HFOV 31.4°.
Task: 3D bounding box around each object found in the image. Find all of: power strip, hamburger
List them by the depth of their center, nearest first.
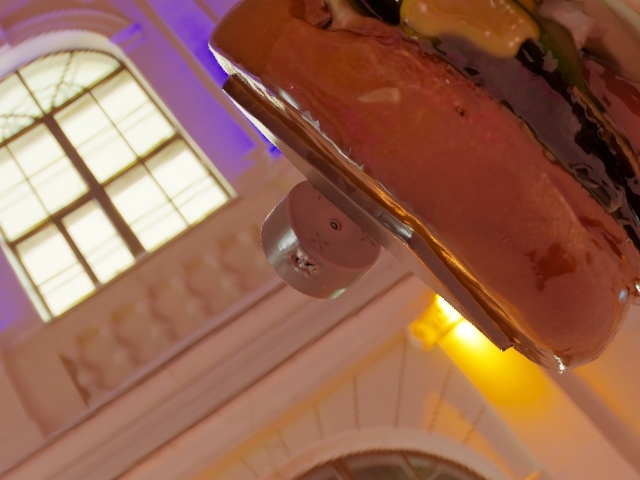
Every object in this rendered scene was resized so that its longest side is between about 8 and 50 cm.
[{"bbox_3d":[0.100,-0.086,0.586,0.225,0.291,0.291,-49,-37,1],"label":"hamburger"},{"bbox_3d":[0.000,0.000,1.516,0.154,0.154,0.078,-2,-31,-40],"label":"power strip"}]
